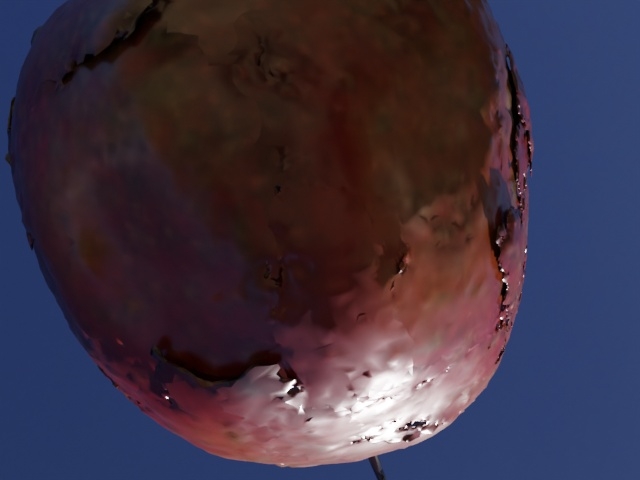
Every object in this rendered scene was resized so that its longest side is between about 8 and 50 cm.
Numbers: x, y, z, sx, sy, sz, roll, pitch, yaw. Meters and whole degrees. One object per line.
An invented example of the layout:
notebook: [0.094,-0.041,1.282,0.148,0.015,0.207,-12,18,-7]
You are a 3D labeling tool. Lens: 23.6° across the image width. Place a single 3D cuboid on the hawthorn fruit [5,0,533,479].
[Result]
hawthorn fruit: [0.000,0.000,0.531,0.181,0.181,0.235,-44,-60,-41]
